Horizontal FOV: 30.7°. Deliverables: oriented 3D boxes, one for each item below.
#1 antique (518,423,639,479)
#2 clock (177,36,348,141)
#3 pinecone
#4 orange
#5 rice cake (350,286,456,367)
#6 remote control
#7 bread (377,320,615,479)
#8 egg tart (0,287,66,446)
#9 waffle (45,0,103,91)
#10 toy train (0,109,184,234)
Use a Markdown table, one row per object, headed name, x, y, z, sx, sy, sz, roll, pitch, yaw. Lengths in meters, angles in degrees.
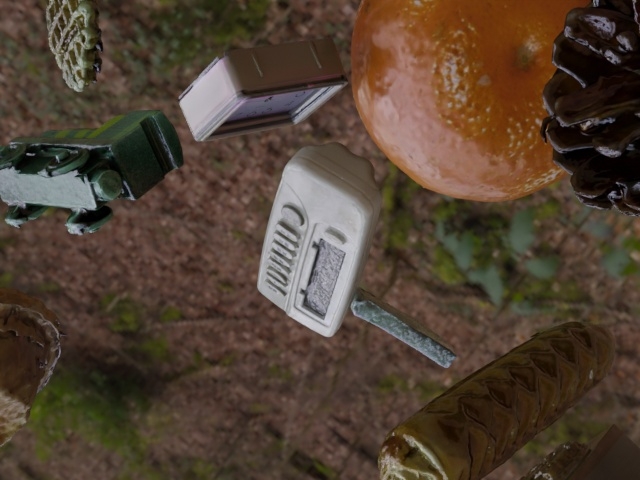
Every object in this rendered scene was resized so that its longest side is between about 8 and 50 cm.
| name | x | y | z | sx | sy | sz | roll | pitch | yaw |
| --- | --- | --- | --- | --- | --- | --- | --- | --- | --- |
| antique | 0.278 | 0.299 | 1.237 | 0.148 | 0.147 | 0.152 | 48 | -133 | 8 |
| clock | -0.077 | -0.205 | 1.587 | 0.192 | 0.147 | 0.071 | -14 | -102 | -38 |
| pinecone | 0.334 | -0.142 | 1.017 | 0.296 | 0.298 | 0.242 | 0 | -104 | -52 |
| orange | 0.240 | -0.269 | 1.701 | 0.424 | 0.424 | 0.326 | 38 | -179 | -19 |
| rice cake | 0.115 | 0.125 | 1.683 | 0.211 | 0.034 | 0.043 | 32 | -164 | -31 |
| remote control | -0.001 | 0.001 | 0.994 | 0.090 | 0.049 | 0.230 | 31 | 149 | 9 |
| bread | 0.164 | 0.143 | 1.020 | 0.367 | 0.084 | 0.077 | -18 | -98 | -52 |
| egg tart | -0.492 | 0.202 | 1.521 | 0.150 | 0.352 | 0.352 | 58 | -169 | 30 |
| waffle | -0.376 | -0.337 | 1.768 | 0.054 | 0.214 | 0.208 | -11 | -145 | -27 |
| toy train | -0.240 | -0.071 | 1.147 | 0.200 | 0.132 | 0.083 | 9 | 129 | 44 |
